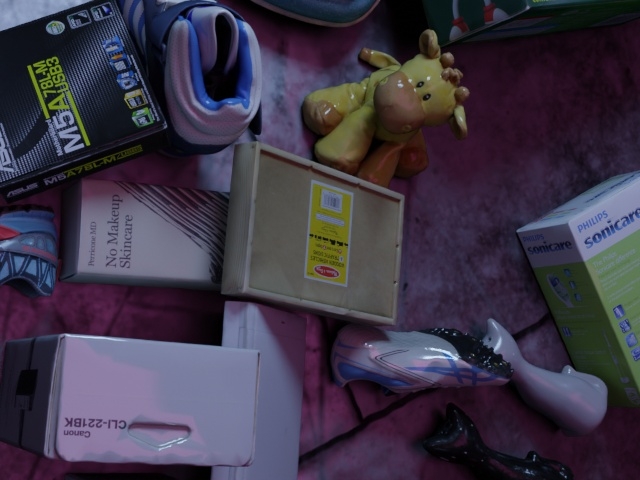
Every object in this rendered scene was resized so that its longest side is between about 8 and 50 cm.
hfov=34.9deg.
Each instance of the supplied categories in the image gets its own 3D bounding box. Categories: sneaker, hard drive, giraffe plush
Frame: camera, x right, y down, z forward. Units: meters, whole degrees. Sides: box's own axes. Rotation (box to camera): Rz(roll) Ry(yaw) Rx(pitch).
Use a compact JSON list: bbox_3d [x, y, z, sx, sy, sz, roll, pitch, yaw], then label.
[{"bbox_3d":[0.127,0.159,1.293,0.237,0.085,0.086,8,114,-11],"label":"sneaker"},{"bbox_3d":[-0.069,0.231,1.146,0.040,0.203,0.307,1,81,17],"label":"hard drive"},{"bbox_3d":[-0.391,0.038,1.044,0.262,0.104,0.125,-11,91,-27],"label":"sneaker"},{"bbox_3d":[-0.139,-0.257,1.126,0.130,0.236,0.322,-7,88,-27],"label":"sneaker"},{"bbox_3d":[0.105,-0.165,1.275,0.181,0.170,0.210,44,67,-15],"label":"giraffe plush"}]

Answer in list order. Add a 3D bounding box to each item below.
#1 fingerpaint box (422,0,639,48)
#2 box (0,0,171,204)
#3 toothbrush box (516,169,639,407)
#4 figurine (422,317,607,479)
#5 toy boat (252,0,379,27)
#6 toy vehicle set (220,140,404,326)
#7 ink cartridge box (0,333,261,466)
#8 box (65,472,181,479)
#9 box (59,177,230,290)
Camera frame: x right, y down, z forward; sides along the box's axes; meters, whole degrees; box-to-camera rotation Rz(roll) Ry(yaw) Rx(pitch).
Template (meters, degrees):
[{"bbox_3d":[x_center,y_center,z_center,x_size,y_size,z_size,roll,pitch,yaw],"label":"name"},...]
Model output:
[{"bbox_3d":[0.301,-0.472,1.357,0.445,0.163,0.371,-15,91,-42],"label":"fingerpaint box"},{"bbox_3d":[-0.277,-0.154,1.086,0.184,0.045,0.190,-20,66,-11],"label":"box"},{"bbox_3d":[0.437,0.066,1.442,0.206,0.122,0.283,-28,97,-26],"label":"toothbrush box"},{"bbox_3d":[0.258,0.236,1.358,0.209,0.092,0.214,34,70,-15],"label":"figurine"},{"bbox_3d":[-0.003,-0.426,1.217,0.268,0.148,0.318,18,102,-19],"label":"toy boat"},{"bbox_3d":[0.000,0.000,1.174,0.267,0.035,0.165,17,74,-47],"label":"toy vehicle set"},{"bbox_3d":[-0.202,0.159,1.028,0.197,0.273,0.114,8,81,-26],"label":"ink cartridge box"},{"bbox_3d":[-0.215,0.357,1.094,0.114,0.103,0.203,6,81,-25],"label":"box"},{"bbox_3d":[-0.153,-0.001,1.171,0.275,0.094,0.113,3,83,-27],"label":"box"}]
